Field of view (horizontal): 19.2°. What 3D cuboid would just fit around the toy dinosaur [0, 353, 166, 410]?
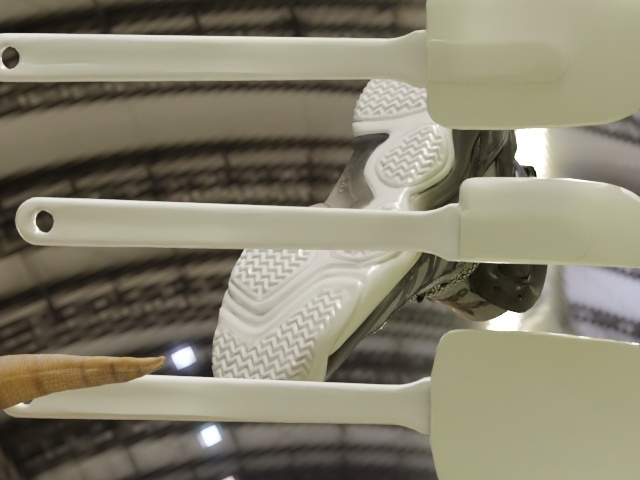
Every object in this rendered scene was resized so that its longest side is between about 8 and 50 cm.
[{"bbox_3d":[-0.149,0.064,0.627,0.211,0.112,0.064,-29,-40,1],"label":"toy dinosaur"}]

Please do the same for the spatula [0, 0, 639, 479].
[{"bbox_3d":[0.000,0.000,0.642,0.242,0.168,0.019,0,6,10],"label":"spatula"}]

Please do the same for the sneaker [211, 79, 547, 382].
[{"bbox_3d":[0.051,0.020,1.099,0.268,0.101,0.153,-57,-48,-24],"label":"sneaker"}]
